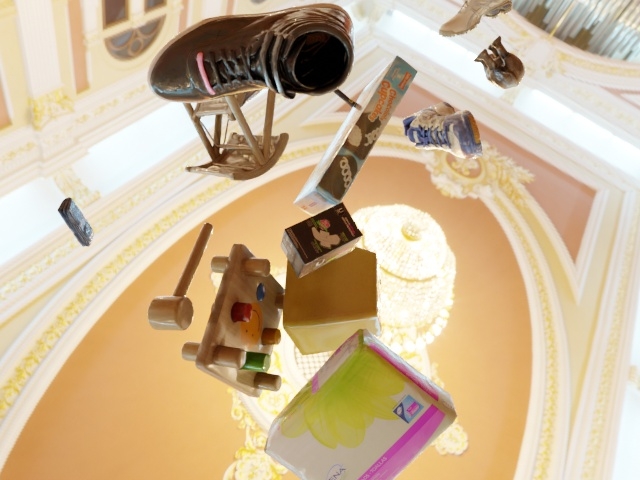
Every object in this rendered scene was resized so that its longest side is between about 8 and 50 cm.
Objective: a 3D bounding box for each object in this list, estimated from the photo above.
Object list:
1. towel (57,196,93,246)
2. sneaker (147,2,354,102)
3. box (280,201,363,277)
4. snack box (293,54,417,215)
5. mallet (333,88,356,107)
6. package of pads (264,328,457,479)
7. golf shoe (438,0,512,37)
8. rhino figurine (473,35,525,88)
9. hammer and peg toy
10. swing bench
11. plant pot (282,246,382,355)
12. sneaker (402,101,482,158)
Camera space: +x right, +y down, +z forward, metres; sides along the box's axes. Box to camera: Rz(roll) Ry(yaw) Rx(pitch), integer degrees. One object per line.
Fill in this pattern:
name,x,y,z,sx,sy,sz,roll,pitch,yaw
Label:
towel,-0.600,-0.046,1.261,0.029,0.119,0.067,-17,-142,2
sneaker,-0.090,-0.231,0.657,0.295,0.105,0.147,-14,-146,1
box,0.000,0.000,0.631,0.083,0.062,0.052,-26,-104,-17
snack box,0.067,-0.206,1.048,0.060,0.187,0.322,33,-103,-11
mallet,0.022,-0.432,1.376,0.189,0.039,0.062,31,-110,-9
package of pads,0.064,0.334,0.940,0.229,0.296,0.101,38,-168,-5
golf shoe,0.334,-0.517,1.128,0.176,0.086,0.069,-30,-144,-2
rhino figurine,0.399,-0.384,1.133,0.106,0.073,0.243,48,-158,-3
hammer and peg toy,-0.163,0.140,1.005,0.127,0.361,0.266,2,-119,21
swing bench,-0.204,-0.274,1.142,0.165,0.255,0.253,-20,-157,-33
plant pot,0.037,0.121,1.116,0.187,0.212,0.212,-3,-119,10
sneaker,0.277,-0.243,1.189,0.131,0.112,0.296,-16,-159,1
